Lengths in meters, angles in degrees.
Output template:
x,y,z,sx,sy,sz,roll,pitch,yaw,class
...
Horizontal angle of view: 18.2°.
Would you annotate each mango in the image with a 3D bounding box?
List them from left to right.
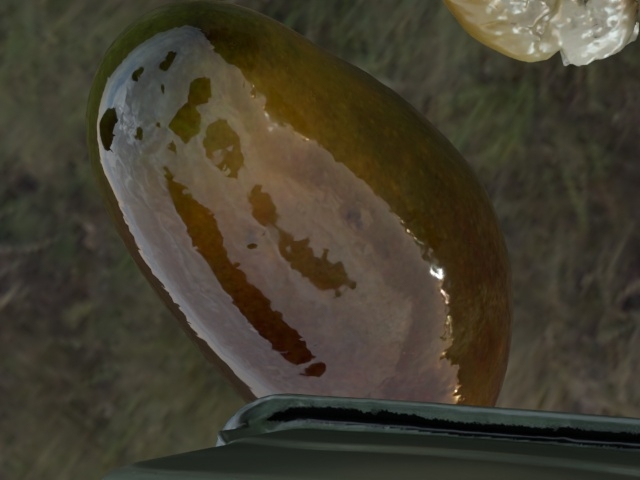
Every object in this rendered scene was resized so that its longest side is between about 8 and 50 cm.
x,y,z,sx,sy,sz,roll,pitch,yaw,class
0.000,0.000,0.797,0.133,0.111,0.267,-17,132,20,mango

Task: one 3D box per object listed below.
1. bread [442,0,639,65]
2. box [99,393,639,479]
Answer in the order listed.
x,y,z,sx,sy,sz,roll,pitch,yaw,class
0.054,-0.122,0.628,0.082,0.106,0.125,-11,149,7,bread
0.029,0.094,0.384,0.172,0.093,0.124,0,87,29,box
